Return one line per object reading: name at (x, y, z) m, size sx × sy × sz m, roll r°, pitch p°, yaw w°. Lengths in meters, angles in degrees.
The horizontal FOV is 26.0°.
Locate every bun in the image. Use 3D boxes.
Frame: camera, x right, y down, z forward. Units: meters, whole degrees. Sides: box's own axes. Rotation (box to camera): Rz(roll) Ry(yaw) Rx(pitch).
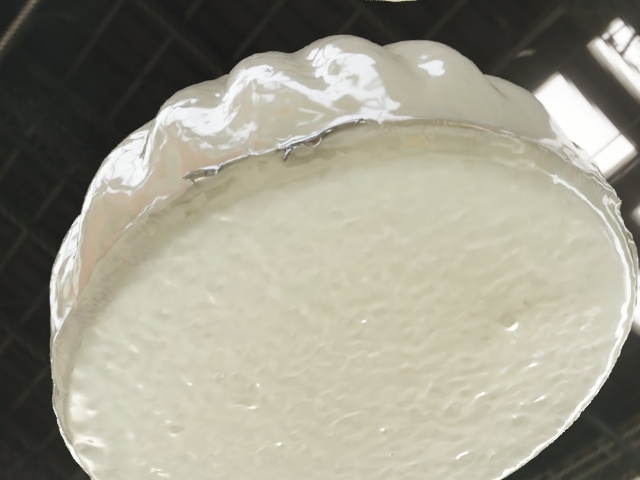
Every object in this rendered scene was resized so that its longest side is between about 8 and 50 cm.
bun at (0.000, 0.000, 0.638) m, size 0.175 × 0.263 × 0.263 m, roll -106°, pitch -151°, yaw -45°
